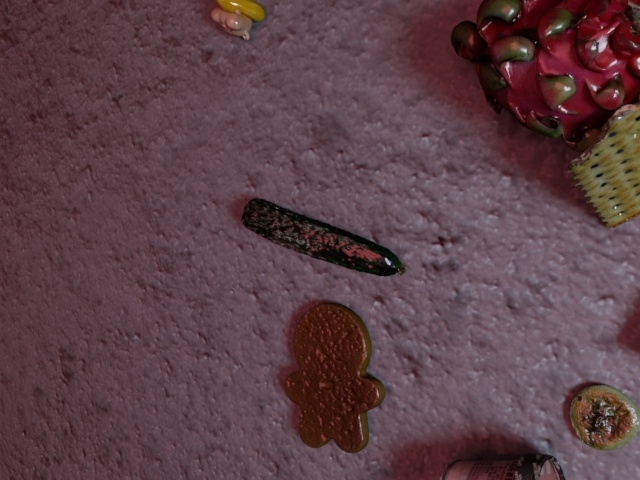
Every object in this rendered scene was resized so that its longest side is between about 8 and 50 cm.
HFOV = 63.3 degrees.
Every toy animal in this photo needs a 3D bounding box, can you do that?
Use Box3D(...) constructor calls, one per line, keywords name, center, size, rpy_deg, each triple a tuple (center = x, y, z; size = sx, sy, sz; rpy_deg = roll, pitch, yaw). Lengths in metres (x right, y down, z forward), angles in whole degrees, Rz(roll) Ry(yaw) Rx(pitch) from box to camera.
Box3D(name="toy animal", center=(-0.166, -0.412, 0.932), size=(0.114, 0.091, 0.082), rpy_deg=(50, 126, 19))

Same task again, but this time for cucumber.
Box3D(name="cucumber", center=(0.000, 0.000, 0.842), size=(0.294, 0.068, 0.067), rpy_deg=(21, 100, 27))

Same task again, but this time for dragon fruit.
Box3D(name="dragon fruit", center=(0.271, -0.229, 0.609), size=(0.272, 0.218, 0.198), rpy_deg=(50, 151, 25))

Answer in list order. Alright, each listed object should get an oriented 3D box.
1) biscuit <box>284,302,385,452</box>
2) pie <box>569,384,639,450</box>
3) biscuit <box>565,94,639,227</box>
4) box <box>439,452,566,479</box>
Box3D(name="biscuit", center=(0.020, 0.219, 0.840), size=(0.180, 0.039, 0.236), rpy_deg=(-2, 87, 32))
Box3D(name="pie", center=(0.358, 0.225, 0.659), size=(0.084, 0.021, 0.084), rpy_deg=(-1, 88, 29))
Box3D(name="biscuit", center=(0.355, -0.087, 0.575), size=(0.144, 0.203, 0.016), rpy_deg=(-33, 46, 26))
Box3D(name="box", center=(0.231, 0.349, 0.661), size=(0.135, 0.151, 0.151), rpy_deg=(-13, 83, 36))
